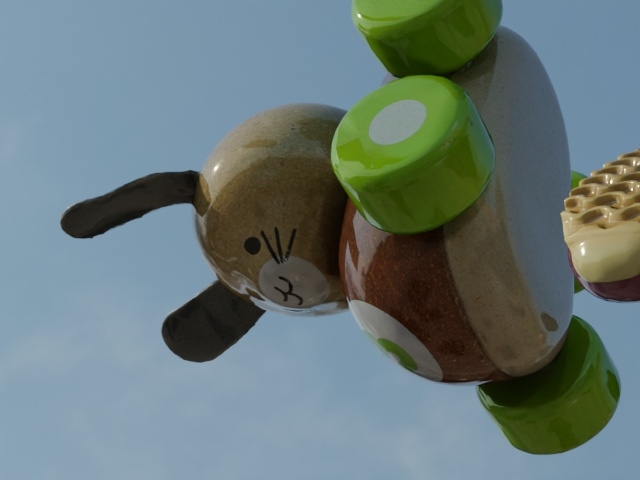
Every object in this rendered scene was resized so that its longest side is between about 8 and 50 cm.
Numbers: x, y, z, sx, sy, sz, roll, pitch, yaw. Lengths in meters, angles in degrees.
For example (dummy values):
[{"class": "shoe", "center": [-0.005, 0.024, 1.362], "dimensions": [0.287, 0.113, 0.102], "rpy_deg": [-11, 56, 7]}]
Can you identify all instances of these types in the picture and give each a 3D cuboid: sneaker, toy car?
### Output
[{"class": "sneaker", "center": [0.140, 0.005, 0.556], "dimensions": [0.069, 0.185, 0.084], "rpy_deg": [-4, -79, 43]}, {"class": "toy car", "center": [0.000, 0.000, 0.713], "dimensions": [0.188, 0.149, 0.155], "rpy_deg": [-14, -47, 22]}]
